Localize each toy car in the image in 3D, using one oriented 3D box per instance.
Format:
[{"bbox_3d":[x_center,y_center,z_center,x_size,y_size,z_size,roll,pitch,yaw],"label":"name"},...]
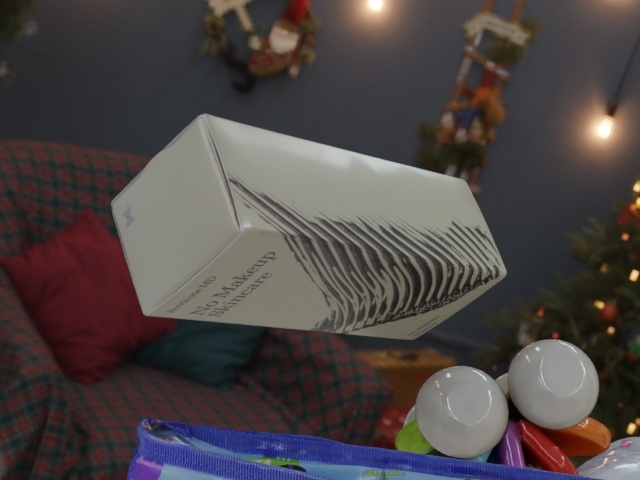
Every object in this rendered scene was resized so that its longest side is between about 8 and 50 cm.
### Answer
[{"bbox_3d":[0.158,0.173,1.017,0.182,0.136,0.159,-15,-19,-10],"label":"toy car"}]

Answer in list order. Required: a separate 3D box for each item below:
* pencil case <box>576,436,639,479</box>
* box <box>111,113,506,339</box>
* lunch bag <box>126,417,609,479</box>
[{"bbox_3d":[0.252,0.277,1.152,0.273,0.113,0.124,-15,-9,-47],"label":"pencil case"},{"bbox_3d":[0.000,0.000,0.850,0.275,0.113,0.094,8,52,-45],"label":"box"},{"bbox_3d":[0.005,0.218,0.595,0.293,0.221,0.138,8,2,9],"label":"lunch bag"}]
